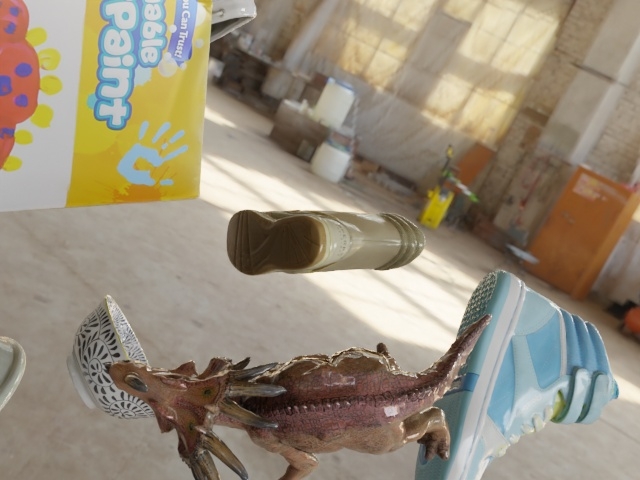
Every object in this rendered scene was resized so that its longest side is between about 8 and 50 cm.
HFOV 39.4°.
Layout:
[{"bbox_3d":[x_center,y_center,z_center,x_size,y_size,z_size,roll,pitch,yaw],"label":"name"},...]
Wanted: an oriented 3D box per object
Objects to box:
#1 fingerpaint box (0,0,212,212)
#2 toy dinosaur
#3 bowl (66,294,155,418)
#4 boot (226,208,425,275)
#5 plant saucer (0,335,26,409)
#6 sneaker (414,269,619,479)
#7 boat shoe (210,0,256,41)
[{"bbox_3d":[-0.273,-0.250,0.676,0.371,0.445,0.163,-6,29,-26],"label":"fingerpaint box"},{"bbox_3d":[-0.001,0.130,0.705,0.200,0.295,0.127,49,26,-64],"label":"toy dinosaur"},{"bbox_3d":[-0.267,0.160,1.120,0.170,0.080,0.170,155,-90,-82],"label":"bowl"},{"bbox_3d":[0.000,0.000,1.285,0.203,0.095,0.262,-1,-1,-35],"label":"boot"},{"bbox_3d":[-0.679,0.256,1.438,0.100,0.400,0.400,65,-4,-24],"label":"plant saucer"},{"bbox_3d":[0.249,0.214,1.080,0.208,0.319,0.127,23,-13,-8],"label":"sneaker"},{"bbox_3d":[-0.180,-0.230,1.017,0.095,0.258,0.084,-15,83,-53],"label":"boat shoe"}]
